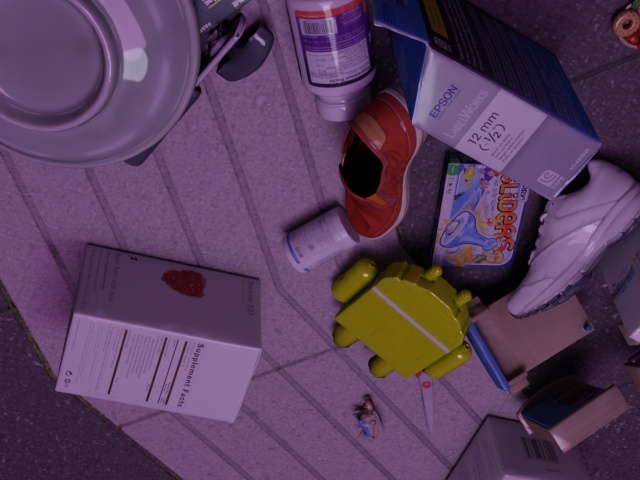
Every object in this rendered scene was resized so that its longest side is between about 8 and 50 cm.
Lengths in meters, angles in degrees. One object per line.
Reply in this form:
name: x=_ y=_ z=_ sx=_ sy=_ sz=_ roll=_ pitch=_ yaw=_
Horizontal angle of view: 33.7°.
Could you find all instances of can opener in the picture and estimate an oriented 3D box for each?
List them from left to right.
can opener: x=-0.177 y=-0.206 z=1.501 sx=0.095 sy=0.076 sz=0.283 roll=32 pitch=120 yaw=-24

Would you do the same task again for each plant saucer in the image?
plant saucer: x=-0.361 y=-0.257 z=1.389 sx=0.401 sy=0.100 sz=0.400 roll=3 pitch=122 yaw=5

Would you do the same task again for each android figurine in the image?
android figurine: x=0.136 y=0.129 z=1.731 sx=0.248 sy=0.056 sz=0.273 roll=39 pitch=136 yaw=-5

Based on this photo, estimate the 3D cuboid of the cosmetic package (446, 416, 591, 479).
cosmetic package: x=0.344 y=0.527 z=2.046 sx=0.197 sy=0.155 sz=0.365 roll=12 pitch=124 yaw=-16

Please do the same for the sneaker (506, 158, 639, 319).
sneaker: x=0.392 y=0.001 z=1.669 sx=0.297 sy=0.129 sz=0.111 roll=-50 pitch=161 yaw=15

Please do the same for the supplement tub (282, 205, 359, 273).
supplement tub: x=0.000 y=0.000 z=1.672 sx=0.107 sy=0.071 sz=0.071 roll=-29 pitch=124 yaw=16

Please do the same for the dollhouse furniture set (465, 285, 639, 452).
dollhouse furniture set: x=0.404 y=0.162 z=1.830 sx=0.286 sy=0.198 sz=0.303 roll=-32 pitch=93 yaw=-6

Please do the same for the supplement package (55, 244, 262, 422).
supplement package: x=-0.256 y=0.150 z=1.700 sx=0.293 sy=0.177 sz=0.175 roll=12 pitch=125 yaw=-14

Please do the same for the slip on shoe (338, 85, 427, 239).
slip on shoe: x=0.070 y=-0.096 z=1.523 sx=0.101 sy=0.123 sz=0.331 roll=-33 pitch=162 yaw=-20

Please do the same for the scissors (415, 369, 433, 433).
scissors: x=0.198 y=0.243 z=1.901 sx=0.109 sy=0.021 sz=0.297 roll=-21 pitch=124 yaw=9

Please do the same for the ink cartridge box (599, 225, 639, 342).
ink cartridge box: x=0.567 y=0.057 z=1.653 sx=0.171 sy=0.232 sz=0.168 roll=25 pitch=121 yaw=-22

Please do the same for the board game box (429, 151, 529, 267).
board game box: x=0.253 y=-0.046 z=1.677 sx=0.136 sy=0.035 sz=0.201 roll=1 pitch=127 yaw=-4

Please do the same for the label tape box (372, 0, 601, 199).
label tape box: x=0.180 y=-0.227 z=1.400 sx=0.348 sy=0.249 sz=0.115 roll=24 pitch=122 yaw=-20

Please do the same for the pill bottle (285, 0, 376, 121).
pill bottle: x=0.019 y=-0.265 z=1.449 sx=0.108 sy=0.108 sz=0.193 roll=-9 pitch=128 yaw=3

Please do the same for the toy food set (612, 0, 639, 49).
toy food set: x=0.462 y=-0.309 z=1.502 sx=0.082 sy=0.020 sz=0.083 roll=-38 pitch=120 yaw=22

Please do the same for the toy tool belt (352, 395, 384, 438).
toy tool belt: x=0.083 y=0.330 z=1.941 sx=0.051 sy=0.052 sz=0.083 roll=-23 pitch=125 yaw=2

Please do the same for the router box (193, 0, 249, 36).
router box: x=-0.165 y=-0.333 z=1.428 sx=0.122 sy=0.038 sz=0.092 roll=-32 pitch=123 yaw=19
